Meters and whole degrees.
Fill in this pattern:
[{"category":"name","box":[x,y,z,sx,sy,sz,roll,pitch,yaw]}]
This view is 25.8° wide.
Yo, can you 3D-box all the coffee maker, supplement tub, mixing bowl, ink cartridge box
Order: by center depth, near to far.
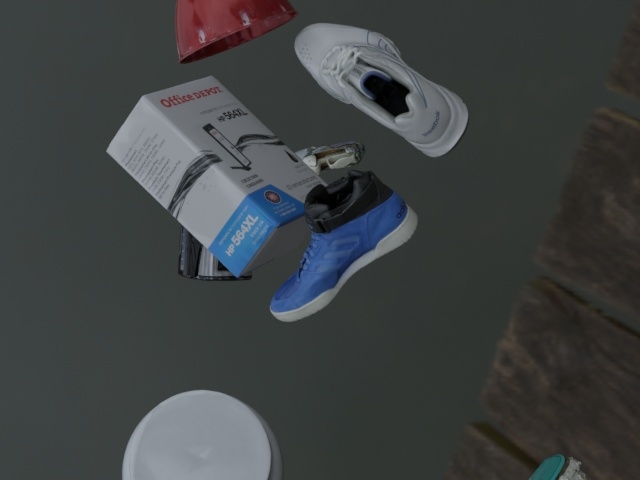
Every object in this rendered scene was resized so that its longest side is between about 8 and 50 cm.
[{"category":"ink cartridge box","box":[-0.103,-0.073,1.489,0.203,0.148,0.086,44,119,10]},{"category":"mixing bowl","box":[-0.132,-0.324,1.936,0.181,0.181,0.098,-19,96,50]},{"category":"supplement tub","box":[-0.168,0.349,2.028,0.316,0.228,0.228,97,169,-69]},{"category":"coffee maker","box":[-0.153,-0.031,2.085,0.171,0.120,0.178,-109,22,-85]}]

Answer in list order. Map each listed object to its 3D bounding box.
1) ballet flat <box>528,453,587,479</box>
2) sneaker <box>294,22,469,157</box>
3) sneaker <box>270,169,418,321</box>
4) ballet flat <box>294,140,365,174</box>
[{"category":"ballet flat","box":[0.226,0.335,1.534,0.077,0.241,0.091,53,151,-9]},{"category":"sneaker","box":[0.066,-0.222,1.861,0.297,0.129,0.111,35,98,36]},{"category":"sneaker","box":[0.000,-0.001,1.184,0.152,0.084,0.058,-36,29,16]},{"category":"ballet flat","box":[0.006,-0.111,1.930,0.114,0.041,0.041,-12,66,12]}]
